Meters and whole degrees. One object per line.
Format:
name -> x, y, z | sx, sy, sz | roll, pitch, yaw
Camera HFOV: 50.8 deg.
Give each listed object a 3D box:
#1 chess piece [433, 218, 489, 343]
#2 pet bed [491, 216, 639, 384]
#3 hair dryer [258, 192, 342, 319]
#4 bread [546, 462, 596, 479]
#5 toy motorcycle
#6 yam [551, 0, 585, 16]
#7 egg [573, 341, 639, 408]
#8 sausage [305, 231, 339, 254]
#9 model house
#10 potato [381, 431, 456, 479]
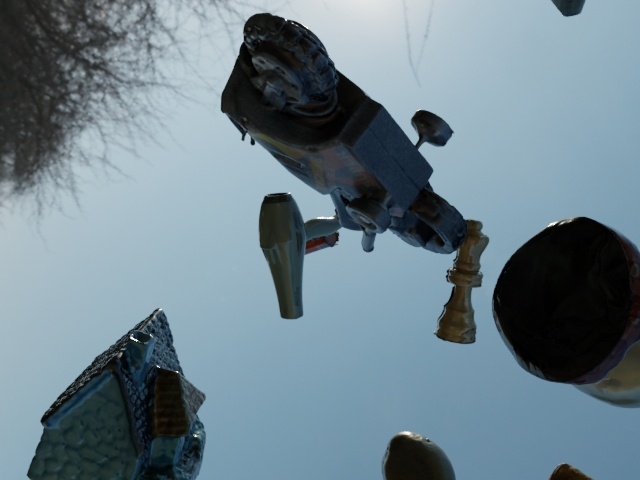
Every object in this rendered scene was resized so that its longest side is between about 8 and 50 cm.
chess piece -> 0.199, 0.055, 0.933 | 0.060, 0.060, 0.171 | 23, -71, 58
pet bed -> 0.279, 0.067, 0.764 | 0.201, 0.054, 0.201 | -37, -134, 51
hair dryer -> -0.013, 0.035, 1.269 | 0.092, 0.267, 0.229 | 5, -91, 45
bread -> 0.497, 0.498, 1.186 | 0.139, 0.077, 0.271 | -63, -156, -1
toy motorcycle -> 0.015, -0.087, 0.607 | 0.173, 0.307, 0.108 | 21, -108, 48
yam -> 0.379, -0.402, 1.034 | 0.070, 0.146, 0.069 | -4, -115, 8
egg -> 0.479, 0.193, 1.116 | 0.209, 0.151, 0.151 | 16, -101, 22
sausage -> -0.025, 0.007, 1.464 | 0.145, 0.048, 0.050 | -19, -141, 43
model house -> -0.261, 0.229, 1.017 | 0.261, 0.226, 0.241 | -85, -165, -76
potato -> 0.235, 0.572, 1.609 | 0.177, 0.160, 0.235 | 102, -25, -56
